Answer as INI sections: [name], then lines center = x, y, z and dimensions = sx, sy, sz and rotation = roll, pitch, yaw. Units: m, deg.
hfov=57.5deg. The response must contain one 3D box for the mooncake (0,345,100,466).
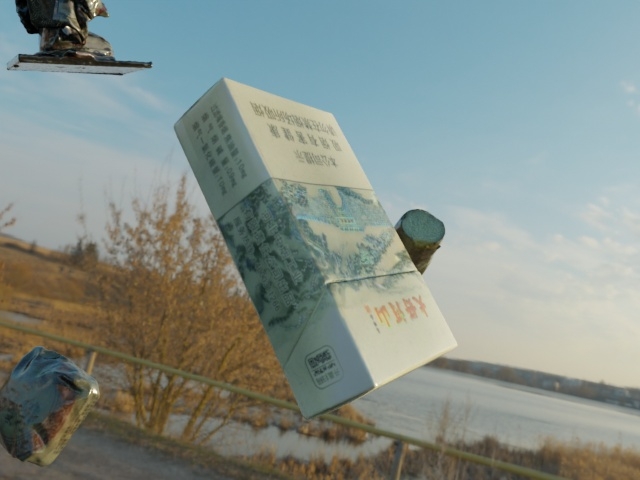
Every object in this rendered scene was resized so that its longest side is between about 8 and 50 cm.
[mooncake]
center = -0.350, 0.204, 0.728
dimensions = 0.130, 0.125, 0.073
rotation = 14, -21, 33

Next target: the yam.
[yam]
center = 0.083, 0.041, 0.670
dimensions = 0.061, 0.061, 0.274
rotation = 12, -26, -1

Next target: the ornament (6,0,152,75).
[ornament]
center = -0.308, -0.310, 0.722
dimensions = 0.153, 0.195, 0.166
rotation = -9, 16, -32

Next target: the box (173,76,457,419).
[box]
center = 0.000, 0.000, 0.489
dimensions = 0.069, 0.256, 0.164
rotation = -35, -17, 28
